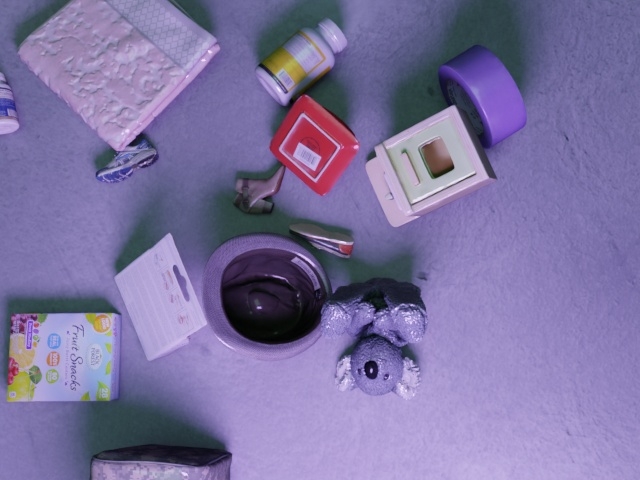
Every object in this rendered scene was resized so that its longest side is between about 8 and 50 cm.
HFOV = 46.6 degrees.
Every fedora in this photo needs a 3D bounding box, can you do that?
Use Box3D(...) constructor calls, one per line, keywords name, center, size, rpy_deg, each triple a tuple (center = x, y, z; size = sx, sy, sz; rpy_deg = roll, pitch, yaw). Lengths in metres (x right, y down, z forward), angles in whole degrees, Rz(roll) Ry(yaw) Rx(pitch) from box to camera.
Box3D(name="fedora", center=(-0.116, 0.113, 1.423), size=(0.276, 0.124, 0.243), rpy_deg=(-4, 78, -29))

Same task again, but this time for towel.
Box3D(name="towel", center=(-0.424, -0.400, 1.555), size=(0.332, 0.053, 0.317), rpy_deg=(43, 86, 15))

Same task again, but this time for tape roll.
Box3D(name="tape roll", center=(0.315, -0.280, 1.453), size=(0.080, 0.189, 0.189), rpy_deg=(-33, 82, -2))

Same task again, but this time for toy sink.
Box3D(name="toy sink", center=(0.195, -0.135, 1.427), size=(0.234, 0.131, 0.152), rpy_deg=(-25, 83, 21))

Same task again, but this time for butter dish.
Box3D(name="butter dish", center=(0.004, -0.202, 1.498), size=(0.160, 0.118, 0.160), rpy_deg=(42, 126, 6))

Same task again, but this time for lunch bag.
Box3D(name="lunch bag", center=(-0.280, 0.504, 1.318), size=(0.213, 0.305, 0.255), rpy_deg=(4, 79, 6))

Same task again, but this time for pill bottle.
Box3D(name="pill bottle", center=(-0.037, -0.370, 1.524), size=(0.184, 0.103, 0.103), rpy_deg=(-41, 82, -4))
Box3D(name="pill bottle", center=(-0.679, -0.289, 1.559), size=(0.067, 0.067, 0.120), rpy_deg=(-15, 82, 0))

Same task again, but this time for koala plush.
Box3D(name="koala plush", center=(0.112, 0.198, 1.422), size=(0.196, 0.203, 0.221), rpy_deg=(0, 103, 12))

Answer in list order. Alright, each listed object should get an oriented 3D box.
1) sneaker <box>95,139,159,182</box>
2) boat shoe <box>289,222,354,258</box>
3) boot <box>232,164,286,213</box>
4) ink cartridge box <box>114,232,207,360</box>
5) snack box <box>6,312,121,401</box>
Box3D(name="sneaker", center=(-0.407, -0.166, 1.545), size=(0.135, 0.052, 0.058), rpy_deg=(-26, 72, -9))
Box3D(name="boat shoe", center=(0.000, 0.000, 1.501), size=(0.137, 0.049, 0.043), rpy_deg=(15, 122, 5))
Box3D(name="boot", center=(-0.129, -0.111, 1.524), size=(0.087, 0.042, 0.118), rpy_deg=(19, 83, 7))
Box3D(name="ink cartridge box", center=(-0.293, 0.109, 1.423), size=(0.232, 0.066, 0.189), rpy_deg=(-31, 79, 39))
Box3D(name="snack box", center=(-0.507, 0.231, 1.478), size=(0.207, 0.070, 0.174), rpy_deg=(-1, 81, 1))
